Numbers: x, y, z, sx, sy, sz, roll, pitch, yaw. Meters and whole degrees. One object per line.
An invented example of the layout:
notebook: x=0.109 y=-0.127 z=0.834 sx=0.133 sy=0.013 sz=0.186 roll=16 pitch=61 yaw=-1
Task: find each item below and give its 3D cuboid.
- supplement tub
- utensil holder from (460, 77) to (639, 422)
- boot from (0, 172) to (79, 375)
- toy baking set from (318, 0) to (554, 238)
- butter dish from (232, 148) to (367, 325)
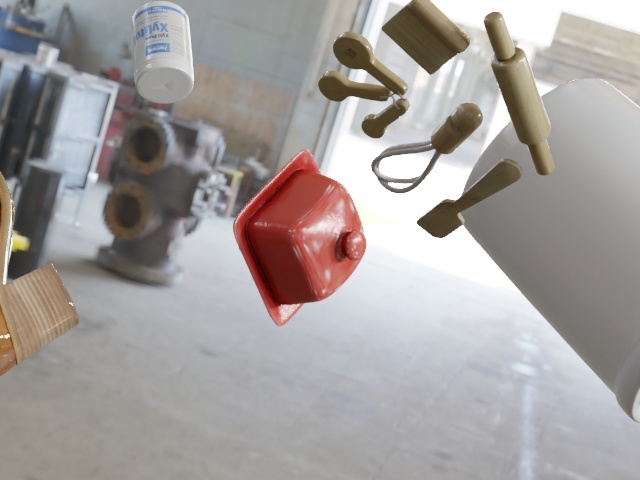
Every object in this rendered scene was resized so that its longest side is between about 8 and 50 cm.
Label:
supplement tub: x=-0.188 y=-0.224 z=1.366 sx=0.071 sy=0.071 sz=0.107 roll=13 pitch=51 yaw=-30
utensil holder: x=0.426 y=0.006 z=1.609 sx=0.327 sy=0.327 sz=0.385 roll=7 pitch=35 yaw=-52
boot: x=-0.282 y=0.017 z=0.813 sx=0.152 sy=0.073 sz=0.197 roll=-27 pitch=66 yaw=-24
toy baking set: x=0.108 y=-0.106 z=1.008 sx=0.197 sy=0.030 sz=0.256 roll=-3 pitch=-48 yaw=37
butter dish: x=0.000 y=0.000 z=1.305 sx=0.118 sy=0.160 sz=0.160 roll=6 pitch=41 yaw=39
